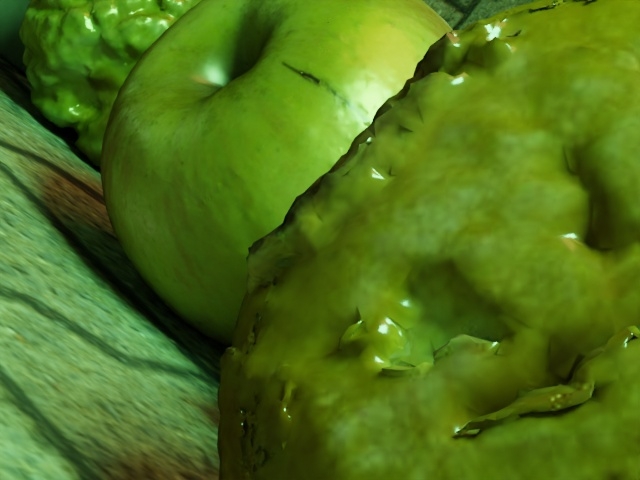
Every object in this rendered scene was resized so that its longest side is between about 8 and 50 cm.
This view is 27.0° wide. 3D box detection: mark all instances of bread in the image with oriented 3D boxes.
[{"bbox_3d":[0.159,0.075,0.536,0.398,0.398,0.215,40,-7,23],"label":"bread"}]

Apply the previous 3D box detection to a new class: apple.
[{"bbox_3d":[-0.008,-0.050,0.923,0.233,0.286,0.286,55,-5,-36],"label":"apple"}]

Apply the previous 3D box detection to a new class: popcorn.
[{"bbox_3d":[-0.159,-0.153,1.246,0.205,0.252,0.237,16,33,25],"label":"popcorn"}]

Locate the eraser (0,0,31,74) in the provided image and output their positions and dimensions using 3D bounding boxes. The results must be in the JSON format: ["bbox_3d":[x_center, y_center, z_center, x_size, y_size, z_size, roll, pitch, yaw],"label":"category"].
[{"bbox_3d":[-0.240,-0.180,1.418,0.352,0.077,0.111,36,6,-17],"label":"eraser"}]
